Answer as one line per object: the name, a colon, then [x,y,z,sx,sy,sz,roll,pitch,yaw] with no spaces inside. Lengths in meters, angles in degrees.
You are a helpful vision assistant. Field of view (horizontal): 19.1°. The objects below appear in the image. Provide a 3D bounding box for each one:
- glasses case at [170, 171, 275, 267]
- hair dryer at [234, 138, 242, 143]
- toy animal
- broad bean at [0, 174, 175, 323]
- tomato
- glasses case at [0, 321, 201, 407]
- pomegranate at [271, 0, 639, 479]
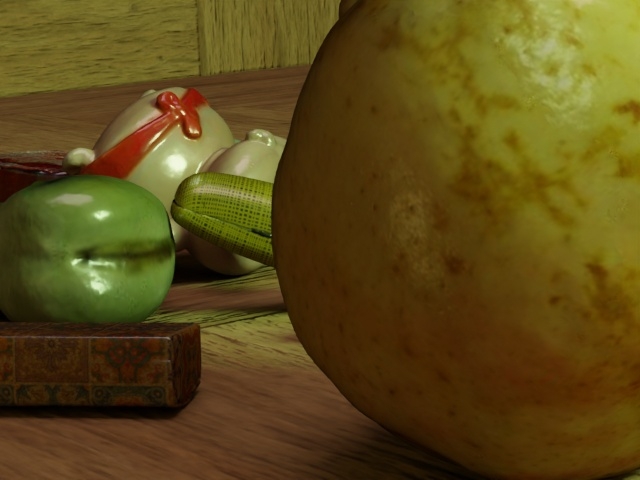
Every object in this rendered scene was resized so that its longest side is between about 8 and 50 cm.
glasses case: [0.000,0.000,1.457,0.234,0.064,0.079,17,9,-4]
hair dryer: [-0.001,-0.059,1.822,0.219,0.088,0.225,15,6,3]
toy animal: [-0.115,-0.048,1.635,0.197,0.171,0.171,23,20,24]
broad bean: [-0.209,0.005,1.460,0.189,0.121,0.263,-7,9,-34]
tomato: [-0.223,-0.040,1.807,0.225,0.085,0.225,-1,7,0]
glasses case: [-0.191,0.081,1.229,0.218,0.049,0.075,0,4,11]
pomegranate: [0.119,-0.037,1.042,0.342,0.342,0.342,-2,10,0]
